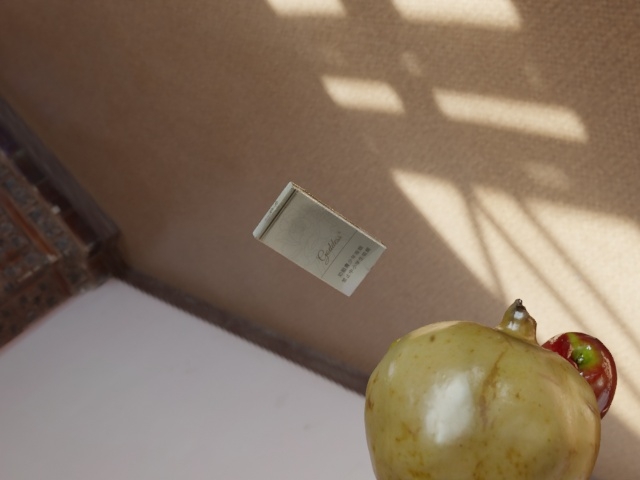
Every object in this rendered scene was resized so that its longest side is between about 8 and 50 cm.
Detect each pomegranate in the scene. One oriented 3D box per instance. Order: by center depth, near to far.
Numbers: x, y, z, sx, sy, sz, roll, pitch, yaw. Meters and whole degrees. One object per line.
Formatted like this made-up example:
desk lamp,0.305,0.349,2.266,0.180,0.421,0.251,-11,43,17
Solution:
pomegranate,0.232,0.246,1.335,0.342,0.342,0.342,36,149,26

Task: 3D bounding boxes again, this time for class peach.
peach,0.507,0.299,1.971,0.226,0.189,0.196,95,168,-46

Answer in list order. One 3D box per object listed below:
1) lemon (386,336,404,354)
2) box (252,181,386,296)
lemon,0.190,0.250,1.997,0.109,0.109,0.133,55,163,-9
box,0.000,0.000,1.586,0.198,0.109,0.029,33,-167,-18
